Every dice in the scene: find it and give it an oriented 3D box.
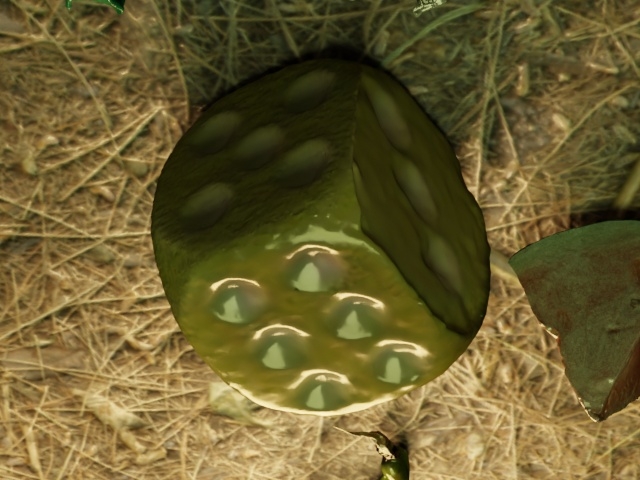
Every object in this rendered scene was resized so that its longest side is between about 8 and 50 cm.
[{"bbox_3d":[0.000,0.000,1.731,0.227,0.233,0.238,-23,127,24],"label":"dice"}]

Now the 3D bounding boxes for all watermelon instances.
[{"bbox_3d":[0.272,0.087,1.862,0.136,0.202,0.207,19,145,42],"label":"watermelon"}]

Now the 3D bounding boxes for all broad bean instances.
[{"bbox_3d":[0.034,0.318,2.148,0.098,0.056,0.318,13,127,0],"label":"broad bean"}]

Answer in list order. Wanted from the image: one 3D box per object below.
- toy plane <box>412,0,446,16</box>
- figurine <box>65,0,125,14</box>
[{"bbox_3d":[0.095,-0.269,1.592,0.234,0.082,0.160,-24,118,5],"label":"toy plane"},{"bbox_3d":[-0.174,-0.271,1.583,0.111,0.102,0.195,20,129,1],"label":"figurine"}]
